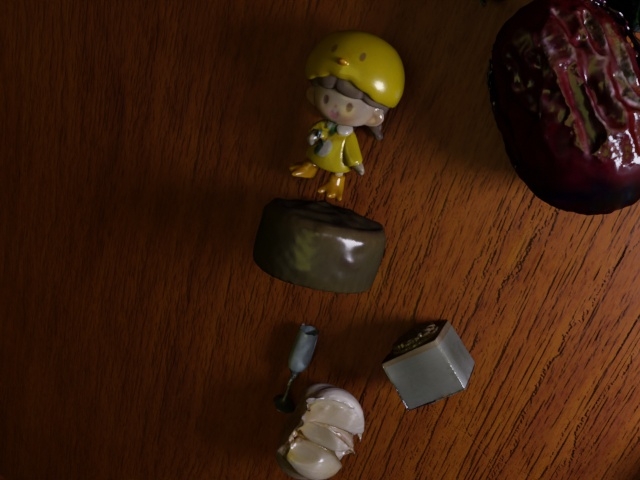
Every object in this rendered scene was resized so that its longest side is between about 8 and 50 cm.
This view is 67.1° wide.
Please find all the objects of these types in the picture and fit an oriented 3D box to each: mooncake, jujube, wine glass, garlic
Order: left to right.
[{"bbox_3d":[-0.064,0.342,1.308,0.074,0.074,0.262,25,110,18],"label":"wine glass"},{"bbox_3d":[0.000,0.000,1.077,0.285,0.284,0.155,19,104,20],"label":"mooncake"},{"bbox_3d":[0.004,0.499,1.261,0.203,0.185,0.280,25,93,-9],"label":"garlic"},{"bbox_3d":[0.440,-0.228,0.842,0.259,0.258,0.376,-16,89,27],"label":"jujube"}]

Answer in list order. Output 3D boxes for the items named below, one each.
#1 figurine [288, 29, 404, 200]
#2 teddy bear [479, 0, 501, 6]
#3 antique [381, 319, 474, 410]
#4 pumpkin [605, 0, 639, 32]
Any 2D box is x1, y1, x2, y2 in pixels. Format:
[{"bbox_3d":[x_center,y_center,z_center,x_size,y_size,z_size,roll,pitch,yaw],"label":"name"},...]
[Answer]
[{"bbox_3d":[0.043,-0.276,1.049,0.215,0.187,0.343,27,118,7],"label":"figurine"},{"bbox_3d":[0.319,-0.554,0.880,0.133,0.111,0.212,24,113,37],"label":"teddy bear"},{"bbox_3d":[0.243,0.276,1.103,0.152,0.147,0.147,-32,86,27],"label":"antique"},{"bbox_3d":[0.559,-0.439,0.757,0.221,0.162,0.220,-11,70,35],"label":"pumpkin"}]
